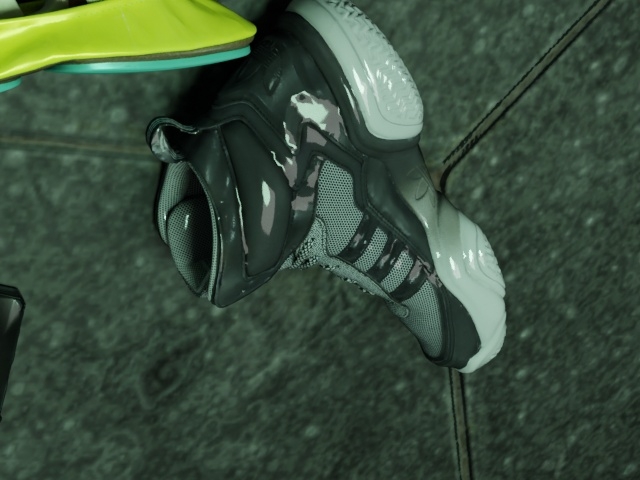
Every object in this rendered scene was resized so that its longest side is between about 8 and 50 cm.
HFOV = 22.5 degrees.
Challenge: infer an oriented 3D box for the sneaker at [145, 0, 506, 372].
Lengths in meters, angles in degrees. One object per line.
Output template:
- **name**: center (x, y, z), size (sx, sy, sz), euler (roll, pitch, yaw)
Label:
- **sneaker**: center (0.000, 0.000, 0.893), size (0.153, 0.101, 0.268), euler (-34, 128, -9)

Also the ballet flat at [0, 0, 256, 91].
- **ballet flat**: center (-0.137, -0.104, 0.746), size (0.231, 0.077, 0.077), euler (-14, 105, -24)

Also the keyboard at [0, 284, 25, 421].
- **keyboard**: center (-0.246, 0.055, 0.814), size (0.192, 0.038, 0.100), euler (15, 87, -39)
